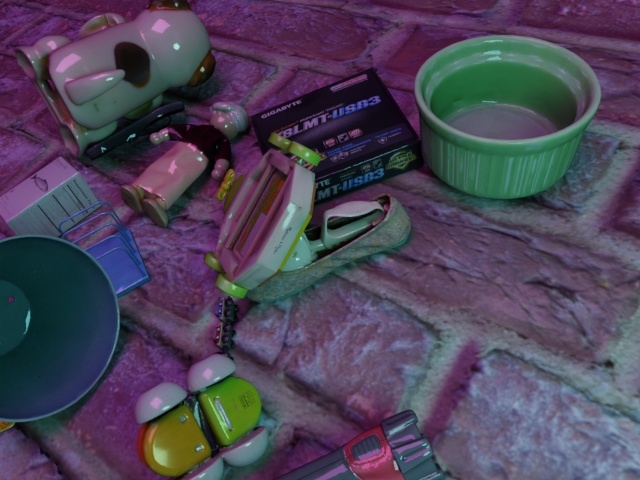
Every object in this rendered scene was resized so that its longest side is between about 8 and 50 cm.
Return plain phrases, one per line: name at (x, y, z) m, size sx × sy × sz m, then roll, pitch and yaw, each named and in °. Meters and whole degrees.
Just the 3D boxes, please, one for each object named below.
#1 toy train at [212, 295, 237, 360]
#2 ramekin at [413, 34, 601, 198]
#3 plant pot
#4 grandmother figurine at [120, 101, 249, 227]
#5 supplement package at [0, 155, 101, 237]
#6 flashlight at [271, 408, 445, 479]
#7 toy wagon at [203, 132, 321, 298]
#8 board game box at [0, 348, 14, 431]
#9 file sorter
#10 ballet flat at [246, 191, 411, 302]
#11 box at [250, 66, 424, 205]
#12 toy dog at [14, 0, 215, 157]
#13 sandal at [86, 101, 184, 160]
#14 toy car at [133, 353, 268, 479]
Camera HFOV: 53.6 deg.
toy train at (-0.162, 0.159, 1.056) m, size 0.036 × 0.027 × 0.158 m, roll -19°, pitch 45°, yaw 18°
ramekin at (0.315, -0.213, 1.111) m, size 0.303 × 0.148 × 0.303 m, roll -4°, pitch 49°, yaw 4°
plant pot at (-0.515, 0.137, 1.054) m, size 0.195 × 0.290 × 0.290 m, roll -1°, pitch 46°, yaw 43°
grandmother figurine at (-0.281, -0.188, 1.380) m, size 0.207 × 0.104 × 0.342 m, roll 35°, pitch 61°, yaw 10°
supplement package at (-0.595, -0.079, 1.381) m, size 0.179 × 0.105 × 0.105 m, roll -41°, pitch 47°, yaw -19°
flashlight at (0.001, 0.320, 0.801) m, size 0.304 × 0.103 × 0.103 m, roll -27°, pitch 79°, yaw 1°
toy wagon at (-0.113, -0.057, 1.119) m, size 0.267 × 0.068 × 0.344 m, roll -60°, pitch 25°, yaw 5°
board game box at (-0.610, 0.246, 1.138) m, size 0.124 × 0.039 × 0.259 m, roll -25°, pitch 48°, yaw -3°
file sorter at (-0.425, 0.023, 1.225) m, size 0.118 × 0.104 × 0.170 m, roll -30°, pitch 46°, yaw -8°
ballet flat at (0.000, 0.000, 1.086) m, size 0.316 × 0.106 × 0.108 m, roll -25°, pitch 44°, yaw -3°
box at (0.023, -0.211, 1.301) m, size 0.295 × 0.073 × 0.293 m, roll -20°, pitch 46°, yaw 1°
toy dog at (-0.460, -0.433, 1.508) m, size 0.408 × 0.285 × 0.395 m, roll -35°, pitch 12°, yaw -25°
sandal at (-0.434, -0.255, 1.519) m, size 0.254 × 0.054 × 0.097 m, roll -34°, pitch 13°, yaw -11°
toy car at (-0.173, 0.260, 0.896) m, size 0.182 × 0.159 × 0.136 m, roll -27°, pitch -2°, yaw -32°
